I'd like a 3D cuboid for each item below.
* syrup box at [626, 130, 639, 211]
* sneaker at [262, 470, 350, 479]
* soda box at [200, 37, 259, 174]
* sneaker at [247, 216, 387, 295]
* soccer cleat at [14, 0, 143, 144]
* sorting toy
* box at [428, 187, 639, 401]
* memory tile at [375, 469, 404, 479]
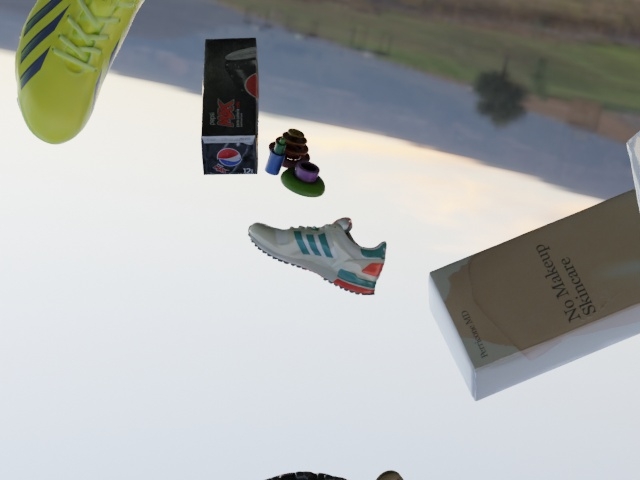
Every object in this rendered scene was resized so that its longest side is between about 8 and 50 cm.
[{"bbox_3d":[0.368,-0.043,1.045,0.236,0.093,0.096,6,154,-21],"label":"syrup box"},{"bbox_3d":[-0.054,0.304,1.375,0.276,0.098,0.135,-6,141,12],"label":"sneaker"},{"bbox_3d":[-0.093,-0.142,1.401,0.060,0.053,0.169,-2,-136,-2],"label":"soda box"},{"bbox_3d":[0.000,0.000,1.513,0.161,0.075,0.057,25,-172,10],"label":"sneaker"},{"bbox_3d":[-0.218,-0.233,1.323,0.093,0.289,0.121,27,165,-34],"label":"soccer cleat"},{"bbox_3d":[-0.027,-0.091,1.470,0.061,0.042,0.102,3,-147,-29],"label":"sorting toy"},{"bbox_3d":[0.298,0.061,1.634,0.311,0.148,0.121,-23,156,-4],"label":"box"},{"bbox_3d":[0.086,0.324,1.442,0.148,0.113,0.012,43,170,-29],"label":"memory tile"}]
